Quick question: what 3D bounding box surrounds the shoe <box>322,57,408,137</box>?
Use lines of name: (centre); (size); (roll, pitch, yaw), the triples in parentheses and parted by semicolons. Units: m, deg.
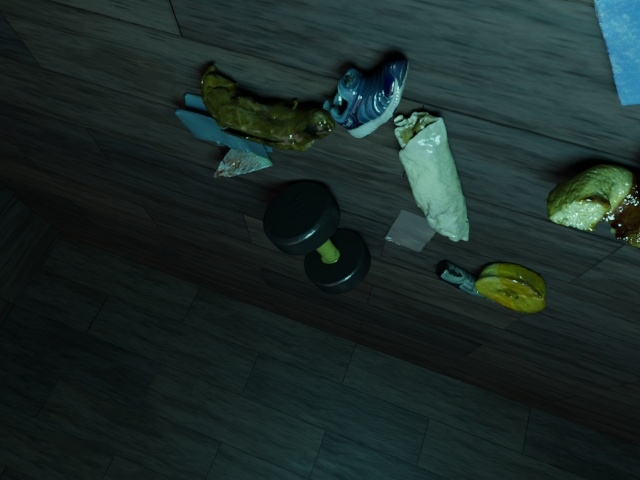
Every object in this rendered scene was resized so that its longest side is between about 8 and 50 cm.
shoe: (0.079, -0.258, 0.818); (0.106, 0.091, 0.207); (25, 161, -20)

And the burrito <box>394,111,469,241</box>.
burrito: (0.247, -0.121, 0.994); (0.117, 0.076, 0.392); (14, 154, 34)

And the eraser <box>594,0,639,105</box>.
eraser: (0.404, -0.287, 0.530); (0.144, 0.042, 0.312); (0, 148, 42)

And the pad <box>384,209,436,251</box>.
pad: (0.253, -0.025, 1.280); (0.113, 0.006, 0.187); (22, 155, 3)

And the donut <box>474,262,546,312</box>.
donut: (0.531, 0.125, 1.274); (0.191, 0.074, 0.174); (21, 158, 14)

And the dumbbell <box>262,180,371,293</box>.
dumbbell: (0.000, 0.000, 1.310); (0.204, 0.203, 0.322); (7, 153, 32)

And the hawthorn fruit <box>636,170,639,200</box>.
hawthorn fruit: (0.564, -0.101, 0.679); (0.148, 0.148, 0.171); (16, 131, 15)

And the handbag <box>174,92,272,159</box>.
handbag: (-0.229, -0.271, 1.119); (0.221, 0.057, 0.144); (18, 160, 11)

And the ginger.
ginger: (-0.117, -0.262, 0.969); (0.310, 0.107, 0.132); (22, 128, 4)

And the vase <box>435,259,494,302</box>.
vase: (0.444, 0.131, 1.375); (0.212, 0.059, 0.060); (29, 156, -12)

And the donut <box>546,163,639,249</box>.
donut: (0.510, -0.068, 0.798); (0.217, 0.141, 0.085); (13, 148, -6)

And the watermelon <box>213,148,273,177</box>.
watermelon: (-0.208, -0.204, 1.209); (0.180, 0.094, 0.081); (-10, 140, 27)
